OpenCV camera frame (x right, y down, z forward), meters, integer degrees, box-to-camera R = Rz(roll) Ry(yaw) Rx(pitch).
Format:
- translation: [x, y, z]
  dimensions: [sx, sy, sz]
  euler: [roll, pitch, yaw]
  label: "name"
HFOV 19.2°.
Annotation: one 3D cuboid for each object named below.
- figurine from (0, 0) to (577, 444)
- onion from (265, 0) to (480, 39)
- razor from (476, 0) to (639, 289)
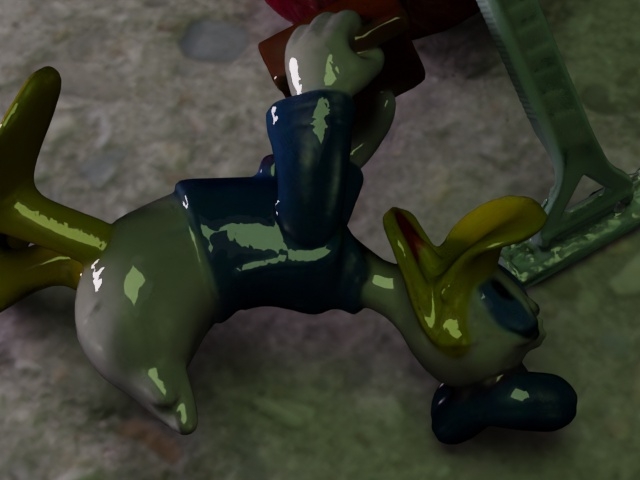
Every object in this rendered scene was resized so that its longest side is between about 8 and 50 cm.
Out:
- translation: [0.000, 0.000, 1.055]
  dimensions: [0.338, 0.204, 0.283]
  euler: [31, 69, 5]
  label: "figurine"
- translation: [0.048, -0.230, 1.174]
  dimensions: [0.248, 0.161, 0.248]
  euler: [-3, 61, 6]
  label: "onion"
- translation: [0.111, -0.114, 1.063]
  dimensions: [0.111, 0.277, 0.056]
  euler: [-28, 20, -12]
  label: "razor"
